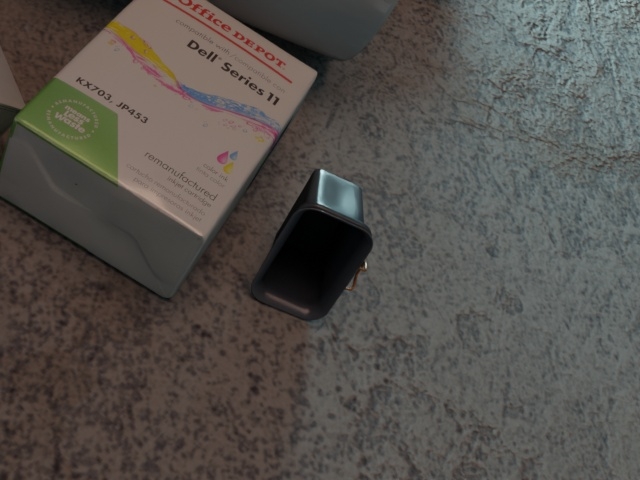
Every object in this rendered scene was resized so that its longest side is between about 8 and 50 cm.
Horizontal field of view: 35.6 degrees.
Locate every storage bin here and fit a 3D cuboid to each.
[{"bbox_3d":[0.000,0.000,1.006,0.098,0.135,0.091,23,39,-12],"label":"storage bin"}]

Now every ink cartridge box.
[{"bbox_3d":[-0.144,-0.137,1.030,0.207,0.119,0.353,32,47,-4],"label":"ink cartridge box"}]

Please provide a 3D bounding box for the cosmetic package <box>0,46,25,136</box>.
[{"bbox_3d":[-0.368,-0.192,0.955,0.060,0.099,0.239,14,44,-59],"label":"cosmetic package"}]

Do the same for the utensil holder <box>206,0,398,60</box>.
[{"bbox_3d":[-0.086,-0.420,1.144,0.385,0.327,0.328,21,49,-17],"label":"utensil holder"}]
